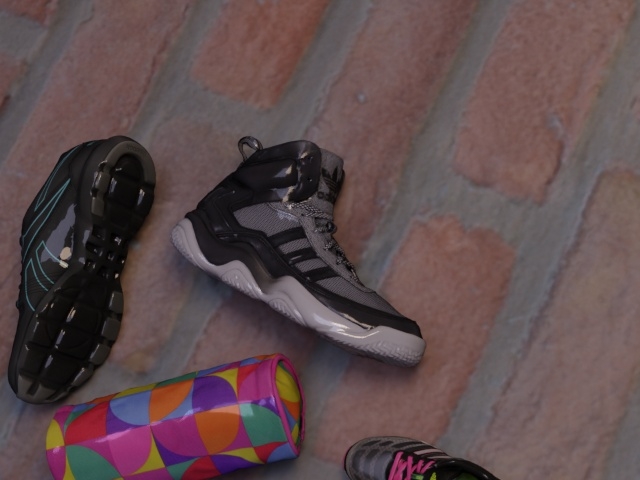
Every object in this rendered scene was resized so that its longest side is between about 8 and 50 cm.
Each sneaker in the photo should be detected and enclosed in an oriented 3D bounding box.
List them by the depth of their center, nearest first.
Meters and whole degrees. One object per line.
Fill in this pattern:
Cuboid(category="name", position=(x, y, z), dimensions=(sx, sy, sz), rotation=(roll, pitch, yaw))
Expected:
Cuboid(category="sneaker", position=(0.095, 0.205, 1.140), dimensions=(0.170, 0.075, 0.063), rotation=(18, 80, 20))
Cuboid(category="sneaker", position=(0.000, 0.000, 1.213), dimensions=(0.268, 0.101, 0.153), rotation=(28, 86, 24))
Cuboid(category="sneaker", position=(-0.242, 0.026, 1.295), dimensions=(0.106, 0.101, 0.267), rotation=(11, 77, 41))

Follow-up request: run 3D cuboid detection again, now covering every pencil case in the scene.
Cuboid(category="pencil case", position=(-0.128, 0.172, 1.205), dimensions=(0.236, 0.104, 0.104), rotation=(-15, 70, 14))
